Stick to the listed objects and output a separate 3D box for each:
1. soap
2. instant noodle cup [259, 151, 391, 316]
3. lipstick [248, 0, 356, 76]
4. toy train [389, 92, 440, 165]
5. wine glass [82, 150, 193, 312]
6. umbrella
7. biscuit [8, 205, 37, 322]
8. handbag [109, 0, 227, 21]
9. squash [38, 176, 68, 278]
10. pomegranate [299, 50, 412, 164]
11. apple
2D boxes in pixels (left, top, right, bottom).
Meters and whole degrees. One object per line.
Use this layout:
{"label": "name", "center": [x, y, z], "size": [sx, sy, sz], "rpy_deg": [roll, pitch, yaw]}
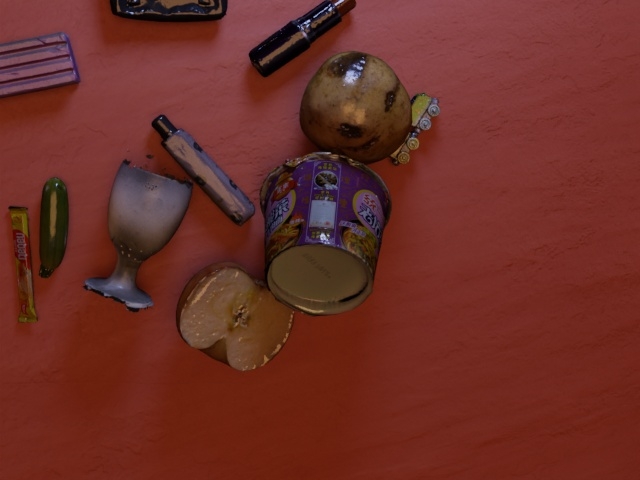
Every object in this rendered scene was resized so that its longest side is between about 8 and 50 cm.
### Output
{"label": "soap", "center": [-0.669, -0.402, 1.752], "size": [0.203, 0.065, 0.122], "rpy_deg": [-13, 103, -9]}
{"label": "instant noodle cup", "center": [0.000, 0.000, 1.800], "size": [0.340, 0.265, 0.339], "rpy_deg": [4, 134, 4]}
{"label": "lipstick", "center": [-0.041, -0.510, 1.859], "size": [0.300, 0.081, 0.081], "rpy_deg": [-37, 106, -3]}
{"label": "toy train", "center": [0.234, -0.290, 1.975], "size": [0.081, 0.060, 0.202], "rpy_deg": [32, 93, -9]}
{"label": "wine glass", "center": [-0.433, -0.022, 1.819], "size": [0.191, 0.190, 0.356], "rpy_deg": [17, 96, -15]}
{"label": "umbrella", "center": [-0.290, -0.174, 1.879], "size": [0.073, 0.067, 0.337], "rpy_deg": [-47, 107, -14]}
{"label": "biscuit", "center": [-0.725, 0.060, 1.855], "size": [0.048, 0.026, 0.291], "rpy_deg": [1, 101, 7]}
{"label": "handbag", "center": [-0.356, -0.633, 1.765], "size": [0.275, 0.088, 0.244], "rpy_deg": [-5, 105, -15]}
{"label": "squash", "center": [-0.643, -0.027, 1.834], "size": [0.066, 0.066, 0.252], "rpy_deg": [4, 101, -13]}
{"label": "pomegranate", "center": [0.082, -0.316, 1.830], "size": [0.281, 0.281, 0.281], "rpy_deg": [-2, 102, -12]}
{"label": "apple", "center": [-0.230, 0.174, 1.913], "size": [0.293, 0.163, 0.251], "rpy_deg": [34, 85, -30]}
